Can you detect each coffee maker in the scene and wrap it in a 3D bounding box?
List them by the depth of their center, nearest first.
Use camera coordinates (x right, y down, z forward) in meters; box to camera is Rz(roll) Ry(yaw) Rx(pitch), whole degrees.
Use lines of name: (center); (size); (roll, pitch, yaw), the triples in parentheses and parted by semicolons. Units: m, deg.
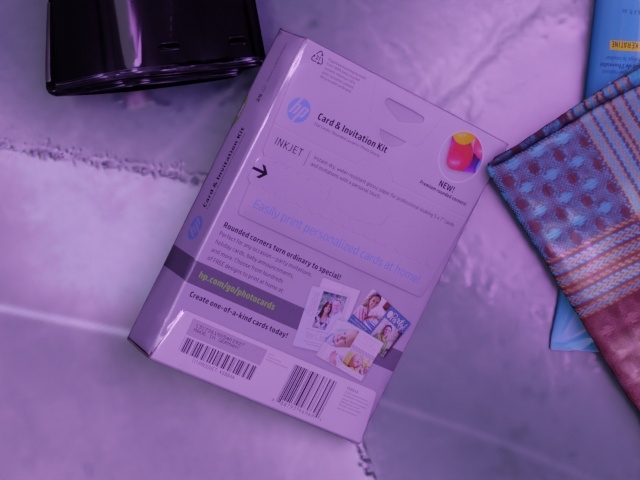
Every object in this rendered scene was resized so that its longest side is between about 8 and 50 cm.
coffee maker: (-0.097, -0.169, 1.033); (0.120, 0.171, 0.178); (-9, 92, -13)

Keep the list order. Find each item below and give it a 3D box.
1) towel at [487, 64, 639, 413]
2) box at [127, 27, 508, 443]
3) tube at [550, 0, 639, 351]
towel: (0.306, -0.022, 1.013); (0.370, 0.040, 0.271); (-31, 94, 18)
box: (0.000, 0.000, 1.060); (0.145, 0.038, 0.186); (24, 94, -31)
tube: (0.172, -0.039, 1.084); (0.080, 0.052, 0.207); (4, 97, 14)
